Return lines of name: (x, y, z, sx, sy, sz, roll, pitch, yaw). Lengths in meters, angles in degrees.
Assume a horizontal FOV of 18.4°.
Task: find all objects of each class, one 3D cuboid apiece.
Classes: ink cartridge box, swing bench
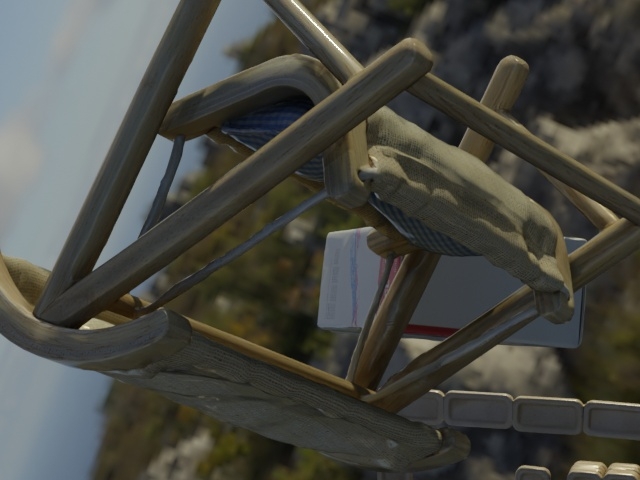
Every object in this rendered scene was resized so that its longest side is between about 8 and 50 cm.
ink cartridge box: (0.084, 0.031, 1.324, 0.175, 0.127, 0.072, 174, 101, -73)
swing bench: (0.000, 0.000, 1.017, 0.254, 0.253, 0.165, -51, 49, 13)

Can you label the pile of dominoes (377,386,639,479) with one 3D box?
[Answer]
pile of dominoes: (0.172, 0.220, 1.659, 0.040, 0.251, 0.196, -34, -54, -70)
